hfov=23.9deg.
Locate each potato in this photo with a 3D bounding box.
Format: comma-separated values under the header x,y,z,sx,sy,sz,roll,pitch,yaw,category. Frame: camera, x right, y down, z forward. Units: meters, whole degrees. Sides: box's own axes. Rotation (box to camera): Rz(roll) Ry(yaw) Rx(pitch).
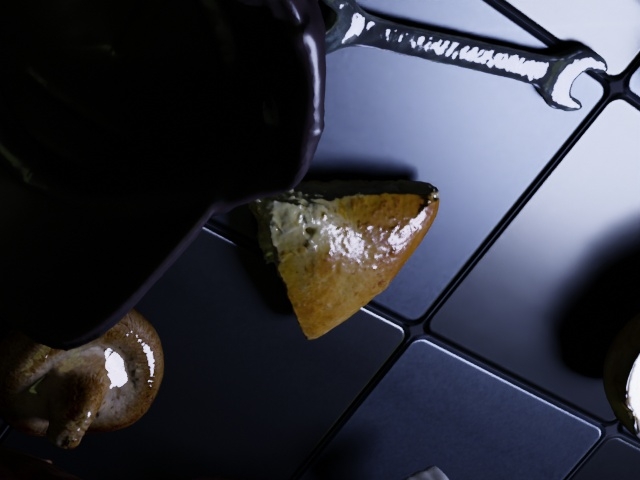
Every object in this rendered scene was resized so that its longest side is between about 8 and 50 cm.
x,y,z,sx,sy,sz,roll,pitch,yaw,category
0.327,0.088,1.286,0.200,0.081,0.164,-28,119,-7,potato

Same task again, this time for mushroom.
x,y,z,sx,sy,sz,roll,pitch,yaw,category
-0.175,0.094,1.085,0.126,0.085,0.109,9,83,-24,mushroom

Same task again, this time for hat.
x,y,z,sx,sy,sz,roll,pitch,yaw,category
-0.130,-0.107,0.947,0.238,0.209,0.336,37,123,-15,hat

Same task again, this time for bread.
x,y,z,sx,sy,sz,roll,pitch,yaw,category
0.007,0.019,1.129,0.154,0.054,0.136,3,123,-21,bread

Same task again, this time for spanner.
x,y,z,sx,sy,sz,roll,pitch,yaw,category
0.096,-0.136,1.084,0.254,0.015,0.054,9,118,-27,spanner

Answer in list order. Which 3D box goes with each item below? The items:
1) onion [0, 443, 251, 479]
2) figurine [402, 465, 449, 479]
x,y,z,sx,sy,sz,roll,pitch,yaw,category
-0.200,0.266,1.019,0.385,0.348,0.348,-30,128,13,onion
0.004,0.307,1.260,0.308,0.143,0.308,-19,123,-32,figurine
